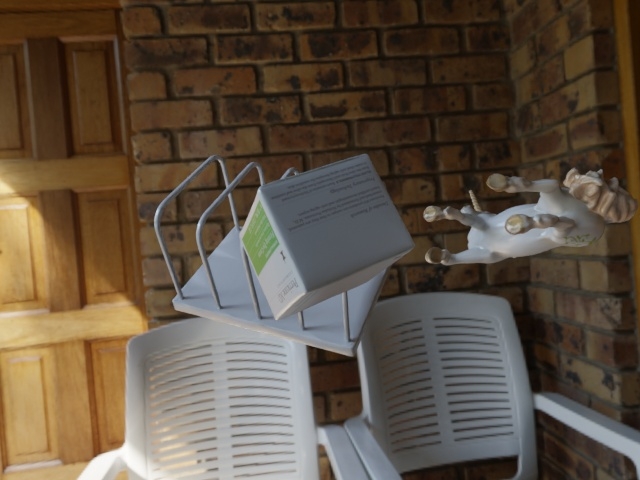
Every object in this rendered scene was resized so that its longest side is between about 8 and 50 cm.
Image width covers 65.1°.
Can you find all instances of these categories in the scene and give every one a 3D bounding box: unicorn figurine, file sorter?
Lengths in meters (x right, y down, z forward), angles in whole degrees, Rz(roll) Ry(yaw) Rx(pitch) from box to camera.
[{"bbox_3d":[0.123,-0.010,0.331,0.111,0.060,0.162,3,2,-33],"label":"unicorn figurine"},{"bbox_3d":[-0.056,0.004,0.706,0.277,0.173,0.193,11,41,18],"label":"file sorter"}]

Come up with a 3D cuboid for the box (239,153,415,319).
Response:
[{"bbox_3d":[0.000,0.000,0.411,0.102,0.087,0.101,-21,-12,-24],"label":"box"}]
